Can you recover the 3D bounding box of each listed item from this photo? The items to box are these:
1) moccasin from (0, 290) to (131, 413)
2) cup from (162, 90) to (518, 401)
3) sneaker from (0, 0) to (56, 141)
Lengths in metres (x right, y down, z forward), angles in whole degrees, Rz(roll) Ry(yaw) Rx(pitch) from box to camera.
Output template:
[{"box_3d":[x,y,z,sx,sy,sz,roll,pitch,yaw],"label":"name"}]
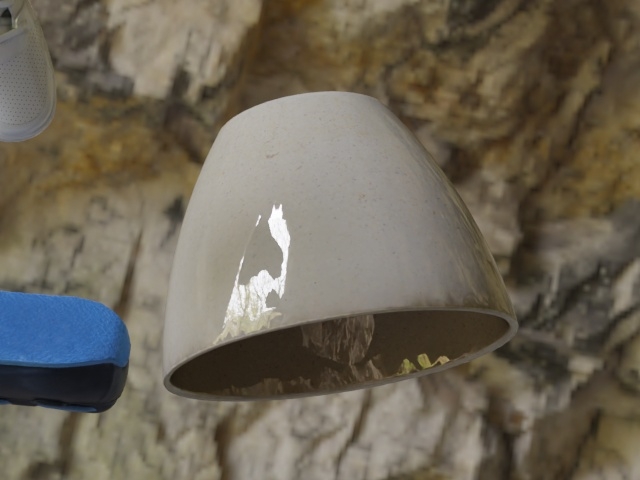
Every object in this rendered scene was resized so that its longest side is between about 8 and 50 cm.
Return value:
[{"box_3d":[-0.347,0.112,1.389,0.341,0.138,0.117,11,-45,5],"label":"moccasin"},{"box_3d":[0.000,0.000,1.434,0.331,0.237,0.331,-9,-16,-3],"label":"cup"},{"box_3d":[-0.278,-0.208,1.160,0.108,0.293,0.169,-28,13,-16],"label":"sneaker"}]
